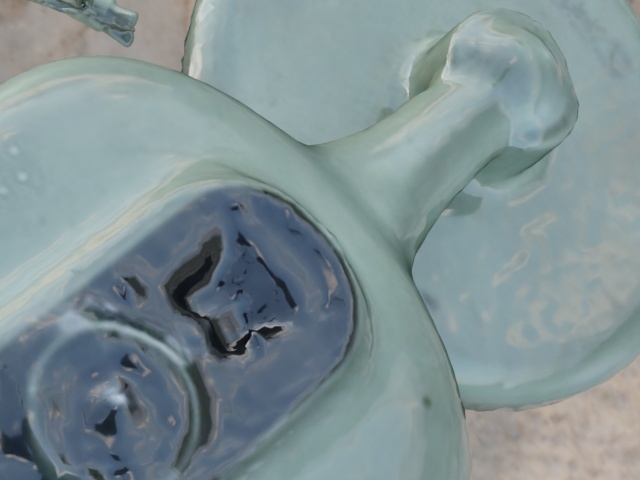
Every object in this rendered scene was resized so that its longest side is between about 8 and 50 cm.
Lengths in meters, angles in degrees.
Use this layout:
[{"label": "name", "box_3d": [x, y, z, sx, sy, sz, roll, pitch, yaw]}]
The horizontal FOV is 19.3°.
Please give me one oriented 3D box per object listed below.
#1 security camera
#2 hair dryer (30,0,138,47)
[{"label": "security camera", "box_3d": [0.000, 0.000, 0.445, 0.157, 0.080, 0.301, 49, 54, 1]}, {"label": "hair dryer", "box_3d": [-0.167, -0.124, 0.671, 0.237, 0.206, 0.075, 26, 98, -19]}]
